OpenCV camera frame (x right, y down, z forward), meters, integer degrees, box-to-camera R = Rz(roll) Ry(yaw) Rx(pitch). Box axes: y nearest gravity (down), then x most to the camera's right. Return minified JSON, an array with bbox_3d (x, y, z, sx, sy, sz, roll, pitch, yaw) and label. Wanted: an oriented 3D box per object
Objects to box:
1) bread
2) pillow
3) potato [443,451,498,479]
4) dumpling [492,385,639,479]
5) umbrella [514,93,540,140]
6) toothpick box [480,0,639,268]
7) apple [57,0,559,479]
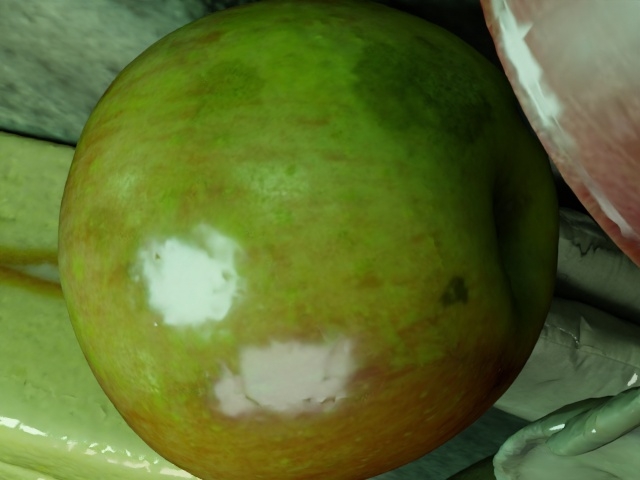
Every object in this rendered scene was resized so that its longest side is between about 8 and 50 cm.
[{"bbox_3d":[-0.125,0.027,0.752,0.264,0.168,0.163,27,150,-20],"label":"bread"},{"bbox_3d":[0.123,0.048,0.765,0.181,0.078,0.134,24,155,-23],"label":"pillow"},{"bbox_3d":[0.156,0.245,0.979,0.269,0.219,0.359,32,157,-12],"label":"potato"},{"bbox_3d":[0.162,0.036,0.268,0.332,0.086,0.166,-20,163,30],"label":"dumpling"},{"bbox_3d":[0.232,0.011,0.598,0.357,0.113,0.106,28,149,-19],"label":"umbrella"},{"bbox_3d":[0.204,-0.109,0.283,0.204,0.204,0.333,28,150,-23],"label":"toothpick box"},{"bbox_3d":[0.000,0.000,0.615,0.195,0.196,0.196,12,153,6],"label":"apple"}]
